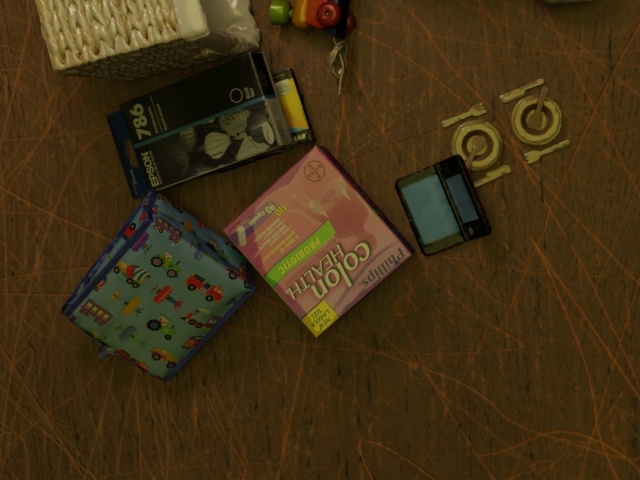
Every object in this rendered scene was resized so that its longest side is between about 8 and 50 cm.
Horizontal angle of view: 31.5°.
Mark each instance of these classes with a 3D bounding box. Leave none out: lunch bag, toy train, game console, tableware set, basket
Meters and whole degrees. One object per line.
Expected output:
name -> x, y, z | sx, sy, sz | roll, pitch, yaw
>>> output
lunch bag -> -0.285, 0.102, 1.926 | 0.221, 0.138, 0.293 | 36, 107, -18
toy train -> -0.022, -0.372, 1.898 | 0.143, 0.105, 0.248 | 8, 95, 17
game console -> 0.204, -0.057, 1.893 | 0.085, 0.124, 0.144 | -23, 91, -18
tableware set -> 0.310, -0.180, 1.891 | 0.194, 0.039, 0.128 | -24, 90, 8
basket -> -0.288, -0.432, 1.815 | 0.266, 0.328, 0.331 | -16, 92, 12

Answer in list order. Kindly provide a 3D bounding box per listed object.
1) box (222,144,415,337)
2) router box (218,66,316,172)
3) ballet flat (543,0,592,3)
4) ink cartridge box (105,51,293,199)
box -> 0.000, 0.000, 1.904 | 0.213, 0.117, 0.243 | -41, 88, 8
router box -> -0.113, -0.205, 1.942 | 0.179, 0.046, 0.133 | -18, 91, 9
ballet flat -> 0.446, -0.571, 1.818 | 0.139, 0.139, 0.400 | 16, 100, 6
ink cartridge box -> -0.221, -0.186, 1.909 | 0.332, 0.065, 0.165 | -19, 92, 24
